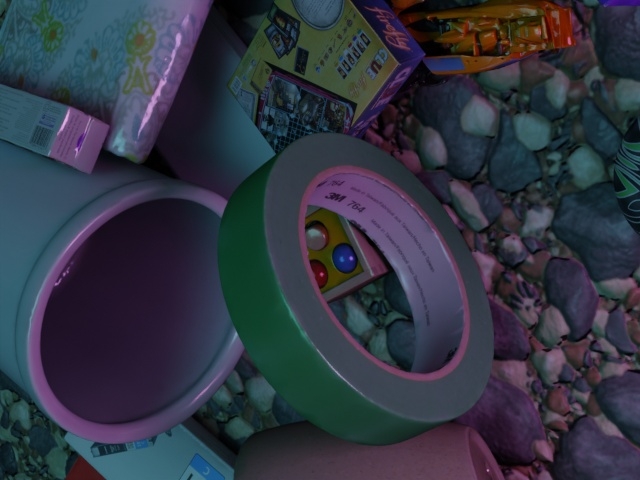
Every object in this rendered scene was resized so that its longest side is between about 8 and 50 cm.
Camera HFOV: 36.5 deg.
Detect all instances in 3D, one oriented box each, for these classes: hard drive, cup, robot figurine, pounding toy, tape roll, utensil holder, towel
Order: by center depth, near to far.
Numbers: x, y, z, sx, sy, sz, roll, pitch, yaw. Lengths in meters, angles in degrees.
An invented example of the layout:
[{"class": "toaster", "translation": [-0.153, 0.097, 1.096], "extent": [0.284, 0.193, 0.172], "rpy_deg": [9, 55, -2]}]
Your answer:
[{"class": "tape roll", "translation": [0.045, 0.044, 0.992], "extent": [0.077, 0.321, 0.321], "rpy_deg": [-34, 79, 38]}, {"class": "robot figurine", "translation": [0.118, -0.263, 1.016], "extent": [0.291, 0.085, 0.211], "rpy_deg": [2, 102, 37]}, {"class": "cup", "translation": [0.089, 0.325, 1.059], "extent": [0.237, 0.331, 0.331], "rpy_deg": [-25, 84, 14]}, {"class": "pounding toy", "translation": [0.000, 0.000, 1.158], "extent": [0.130, 0.100, 0.141], "rpy_deg": [-31, 81, 38]}, {"class": "towel", "translation": [-0.281, -0.285, 1.245], "extent": [0.374, 0.090, 0.320], "rpy_deg": [20, 91, 42]}, {"class": "utensil holder", "translation": [-0.323, 0.035, 1.255], "extent": [0.385, 0.327, 0.328], "rpy_deg": [23, 114, 41]}, {"class": "hard drive", "translation": [-0.150, -0.173, 1.275], "extent": [0.307, 0.040, 0.203], "rpy_deg": [53, 126, 17]}]

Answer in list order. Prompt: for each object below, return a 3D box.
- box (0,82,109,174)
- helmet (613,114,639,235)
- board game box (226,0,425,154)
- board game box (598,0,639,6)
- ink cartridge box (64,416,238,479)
[{"class": "box", "translation": [-0.378, -0.152, 1.184], "extent": [0.324, 0.063, 0.067], "rpy_deg": [19, 85, 41]}, {"class": "helmet", "translation": [0.341, -0.054, 0.842], "extent": [0.169, 0.161, 0.169], "rpy_deg": [10, 106, 36]}, {"class": "board game box", "translation": [-0.003, -0.185, 1.064], "extent": [0.165, 0.042, 0.243], "rpy_deg": [55, 143, 10]}, {"class": "board game box", "translation": [0.201, -0.349, 0.838], "extent": [0.347, 0.233, 0.078], "rpy_deg": [52, 126, 16]}, {"class": "ink cartridge box", "translation": [-0.260, 0.369, 1.407], "extent": [0.296, 0.066, 0.261], "rpy_deg": [33, 94, 28]}]
